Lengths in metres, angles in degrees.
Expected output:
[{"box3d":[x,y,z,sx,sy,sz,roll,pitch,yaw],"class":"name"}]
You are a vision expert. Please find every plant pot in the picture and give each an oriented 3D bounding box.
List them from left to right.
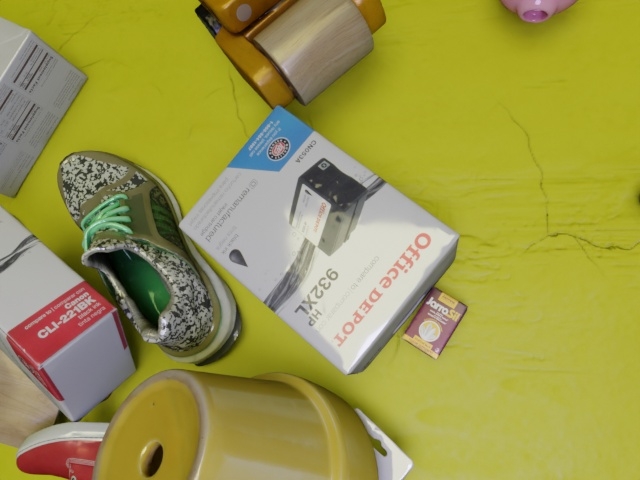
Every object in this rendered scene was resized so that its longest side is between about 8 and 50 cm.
[{"box3d":[-0.101,0.257,0.558,0.254,0.239,0.253,-21,50,28],"class":"plant pot"}]

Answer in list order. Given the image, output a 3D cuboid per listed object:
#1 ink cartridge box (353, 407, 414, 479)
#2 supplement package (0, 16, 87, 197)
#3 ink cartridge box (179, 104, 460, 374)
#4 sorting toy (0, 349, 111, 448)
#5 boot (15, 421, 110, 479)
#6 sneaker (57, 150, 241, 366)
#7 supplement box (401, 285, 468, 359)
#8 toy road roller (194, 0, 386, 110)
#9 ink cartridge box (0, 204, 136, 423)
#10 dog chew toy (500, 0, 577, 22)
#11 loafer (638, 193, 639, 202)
[{"box3d":[0.033,0.318,0.648,0.104,0.060,0.180,39,88,26],"class":"ink cartridge box"},{"box3d":[-0.585,-0.245,0.873,0.204,0.145,0.261,27,84,16],"class":"supplement package"},{"box3d":[0.000,0.000,0.696,0.307,0.129,0.223,39,88,17],"class":"ink cartridge box"},{"box3d":[-0.467,0.239,0.780,0.275,0.046,0.132,15,82,1],"class":"sorting toy"},{"box3d":[-0.305,0.341,0.669,0.245,0.088,0.176,-4,49,4],"class":"boot"},{"box3d":[-0.278,-0.001,0.730,0.158,0.182,0.410,-43,73,0],"class":"sneaker"},{"box3d":[0.155,0.112,0.681,0.055,0.043,0.083,31,85,18],"class":"supplement box"},{"box3d":[-0.088,-0.369,0.713,0.202,0.240,0.329,-40,55,2],"class":"toy road roller"},{"box3d":[-0.404,0.098,0.706,0.273,0.197,0.114,35,54,16],"class":"ink cartridge box"},{"box3d":[0.323,-0.471,0.698,0.207,0.206,0.331,10,88,15],"class":"dog chew toy"},{"box3d":[0.531,-0.038,0.603,0.251,0.094,0.087,25,89,17],"class":"loafer"}]
